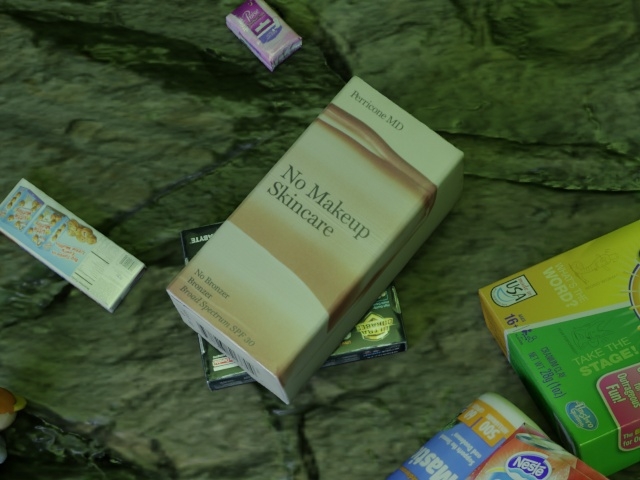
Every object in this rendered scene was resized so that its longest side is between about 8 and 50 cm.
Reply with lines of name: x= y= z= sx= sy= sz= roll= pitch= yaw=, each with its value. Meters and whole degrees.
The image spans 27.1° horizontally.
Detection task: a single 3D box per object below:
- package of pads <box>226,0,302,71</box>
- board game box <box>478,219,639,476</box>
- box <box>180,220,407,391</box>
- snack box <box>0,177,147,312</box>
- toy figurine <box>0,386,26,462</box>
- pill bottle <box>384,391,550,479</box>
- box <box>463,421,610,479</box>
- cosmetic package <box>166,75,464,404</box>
package of pads: x=-0.065 y=-0.242 z=1.540 sx=0.050 sy=0.032 sz=0.083 roll=-40 pitch=75 yaw=-12
board game box: x=0.353 y=0.081 z=1.340 sx=0.317 sy=0.064 sz=0.242 roll=-23 pitch=42 yaw=-5
box: x=-0.030 y=0.054 z=1.435 sx=0.220 sy=0.051 sz=0.175 roll=-12 pitch=72 yaw=-1
snack box: x=-0.283 y=0.004 z=1.480 sx=0.178 sy=0.022 sz=0.064 roll=34 pitch=78 yaw=12
toy figurine: x=-0.420 y=0.181 z=1.335 sx=0.213 sy=0.209 sz=0.148 roll=18 pitch=86 yaw=9
pill bottle: x=0.115 y=0.289 z=1.300 sx=0.272 sy=0.152 sz=0.152 roll=-40 pitch=75 yaw=-9
box: x=0.238 y=0.330 z=1.202 sx=0.154 sy=0.142 sz=0.300 roll=-42 pitch=120 yaw=-10
cosmetic package: x=0.000 y=0.000 z=1.355 sx=0.153 sy=0.129 sz=0.296 roll=36 pitch=76 yaw=14
